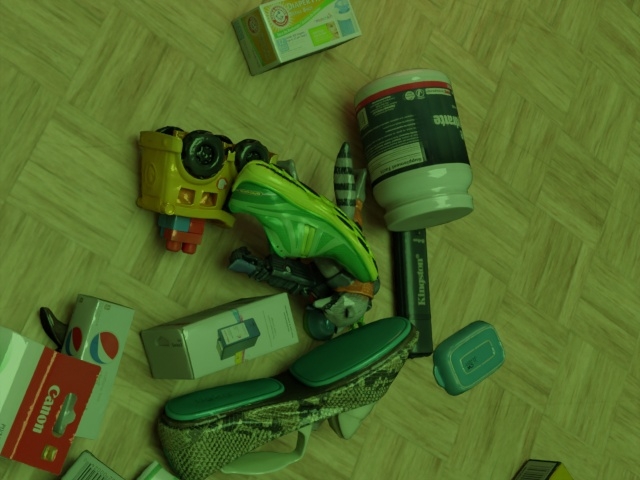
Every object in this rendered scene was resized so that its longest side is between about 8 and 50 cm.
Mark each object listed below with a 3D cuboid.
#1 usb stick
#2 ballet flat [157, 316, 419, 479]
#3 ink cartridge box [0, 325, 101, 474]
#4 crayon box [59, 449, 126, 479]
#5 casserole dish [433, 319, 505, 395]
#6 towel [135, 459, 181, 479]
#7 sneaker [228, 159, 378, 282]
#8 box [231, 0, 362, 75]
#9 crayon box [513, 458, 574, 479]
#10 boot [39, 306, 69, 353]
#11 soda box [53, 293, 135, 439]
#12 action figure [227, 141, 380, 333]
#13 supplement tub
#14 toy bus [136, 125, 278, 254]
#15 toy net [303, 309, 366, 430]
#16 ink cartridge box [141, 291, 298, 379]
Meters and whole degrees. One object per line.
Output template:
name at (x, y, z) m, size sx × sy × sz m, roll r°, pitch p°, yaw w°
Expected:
usb stick at (0.180, 0.091, 2.210) m, size 0.077 × 0.045 × 0.278 m, roll 1°, pitch 82°, yaw -33°
ballet flat at (-0.040, 0.288, 1.949) m, size 0.483 × 0.164 × 0.182 m, roll -20°, pitch 110°, yaw -18°
ink cartridge box at (-0.465, 0.229, 1.689) m, size 0.225 × 0.056 × 0.181 m, roll 17°, pitch 70°, yaw 4°
crayon box at (-0.377, 0.504, 1.705) m, size 0.202 × 0.081 × 0.318 m, roll 35°, pitch 62°, yaw 8°
casserole dish at (0.305, 0.235, 2.281) m, size 0.188 × 0.037 × 0.114 m, roll -28°, pitch 99°, yaw -33°
towel at (-0.221, 0.534, 1.792) m, size 0.325 × 0.038 × 0.248 m, roll 38°, pitch 61°, yaw 10°
sneaker at (-0.028, -0.018, 1.914) m, size 0.295 × 0.109 × 0.123 m, roll 36°, pitch 105°, yaw -14°
box at (-0.044, -0.393, 2.093) m, size 0.203 × 0.103 × 0.114 m, roll -26°, pitch 98°, yaw -34°
crayon box at (0.431, 0.677, 2.261) m, size 0.363 × 0.106 × 0.313 m, roll -44°, pitch 109°, yaw -30°
boot at (-0.385, 0.129, 1.829) m, size 0.114 × 0.037 × 0.106 m, roll -32°, pitch 114°, yaw -30°
soda box at (-0.367, 0.198, 1.785) m, size 0.074 × 0.069 × 0.216 m, roll 21°, pitch 81°, yaw -40°
action figure at (0.000, 0.000, 2.013) m, size 0.341 × 0.178 × 0.330 m, roll 11°, pitch 59°, yaw -46°
supplement tub at (0.178, -0.169, 2.139) m, size 0.191 × 0.191 × 0.272 m, roll -5°, pitch 77°, yaw -34°
toy bus at (-0.199, -0.082, 1.931) m, size 0.220 × 0.149 × 0.211 m, roll 5°, pitch 93°, yaw -36°
toy net at (0.012, 0.236, 2.081) m, size 0.122 × 0.045 × 0.232 m, roll 22°, pitch 73°, yaw -34°
ink cartridge box at (-0.170, 0.160, 1.898) m, size 0.212 × 0.154 × 0.093 m, roll -15°, pitch 93°, yaw -35°
